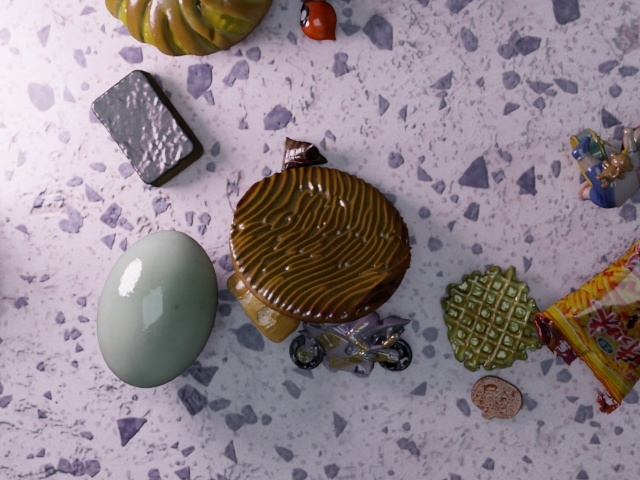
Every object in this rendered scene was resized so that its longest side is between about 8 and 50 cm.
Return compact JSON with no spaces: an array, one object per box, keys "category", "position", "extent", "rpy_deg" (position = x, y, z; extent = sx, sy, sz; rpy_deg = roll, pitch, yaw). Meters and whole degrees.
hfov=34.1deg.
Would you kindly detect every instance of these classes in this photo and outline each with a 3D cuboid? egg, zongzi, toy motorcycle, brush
[{"category":"egg","position":[-0.285,0.120,1.828],"extent":[0.203,0.203,0.282],"rpy_deg":[16,88,5]},{"category":"zongzi","position":[-0.021,-0.151,1.877],"extent":[0.083,0.073,0.067],"rpy_deg":[-5,71,41]},{"category":"toy motorcycle","position":[0.052,0.160,1.859],"extent":[0.225,0.073,0.152],"rpy_deg":[0,98,13]},{"category":"brush","position":[-0.316,-0.204,1.896],"extent":[0.123,0.059,0.197],"rpy_deg":[-37,87,7]}]

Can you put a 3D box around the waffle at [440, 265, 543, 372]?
[{"category":"waffle","position":[0.305,0.139,1.854],"extent":[0.169,0.036,0.183],"rpy_deg":[-18,91,3]}]

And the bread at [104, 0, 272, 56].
[{"category":"bread","position":[-0.243,-0.476,1.834],"extent":[0.333,0.160,0.333],"rpy_deg":[0,93,7]}]

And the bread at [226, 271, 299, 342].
[{"category":"bread","position":[-0.099,0.108,1.850],"extent":[0.073,0.122,0.149],"rpy_deg":[-40,88,2]}]

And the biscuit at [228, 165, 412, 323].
[{"category":"biscuit","position":[0.000,0.000,1.792],"extent":[0.318,0.040,0.318],"rpy_deg":[5,55,-7]}]

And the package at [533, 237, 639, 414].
[{"category":"package","position":[0.536,0.135,1.800],"extent":[0.288,0.108,0.223],"rpy_deg":[-39,93,13]}]

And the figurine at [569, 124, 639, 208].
[{"category":"figurine","position":[0.563,-0.159,1.770],"extent":[0.275,0.161,0.158],"rpy_deg":[-20,53,3]}]

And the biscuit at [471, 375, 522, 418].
[{"category":"biscuit","position":[0.313,0.285,1.866],"extent":[0.091,0.015,0.078],"rpy_deg":[30,95,5]}]

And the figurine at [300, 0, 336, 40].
[{"category":"figurine","position":[-0.007,-0.421,1.861],"extent":[0.075,0.068,0.140],"rpy_deg":[-15,96,2]}]
